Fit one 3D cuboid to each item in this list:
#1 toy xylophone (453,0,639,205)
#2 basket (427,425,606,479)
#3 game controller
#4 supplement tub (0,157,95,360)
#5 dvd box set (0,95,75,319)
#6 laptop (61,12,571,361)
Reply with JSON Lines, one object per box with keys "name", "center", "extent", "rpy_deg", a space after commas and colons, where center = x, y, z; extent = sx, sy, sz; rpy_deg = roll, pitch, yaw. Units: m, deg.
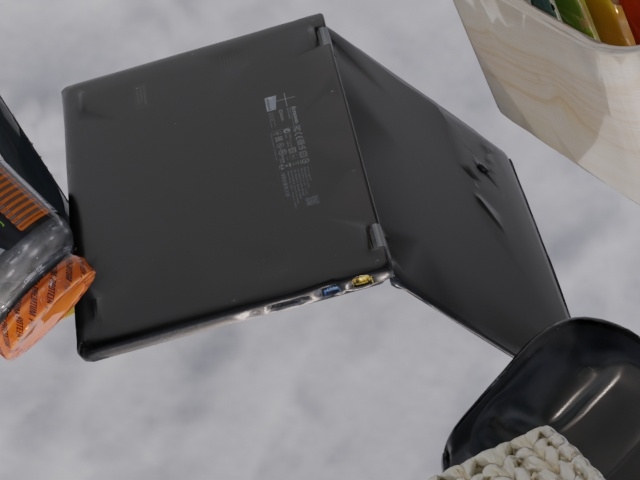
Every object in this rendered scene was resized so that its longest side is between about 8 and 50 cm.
{"name": "toy xylophone", "center": [0.157, -0.134, 1.057], "extent": [0.081, 0.322, 0.236], "rpy_deg": [-31, 127, -8]}
{"name": "basket", "center": [0.093, 0.171, 0.712], "extent": [0.103, 0.113, 0.167], "rpy_deg": [-29, 102, -3]}
{"name": "game controller", "center": [0.239, 0.181, 1.147], "extent": [0.319, 0.166, 0.067], "rpy_deg": [34, 18, -9]}
{"name": "supplement tub", "center": [-0.262, -0.009, 1.288], "extent": [0.190, 0.117, 0.117], "rpy_deg": [44, 45, 4]}
{"name": "dvd box set", "center": [-0.436, 0.004, 1.611], "extent": [0.307, 0.420, 0.062], "rpy_deg": [59, 22, -15]}
{"name": "laptop", "center": [0.000, 0.000, 1.617], "extent": [0.382, 0.408, 0.236], "rpy_deg": [-103, 177, -50]}
